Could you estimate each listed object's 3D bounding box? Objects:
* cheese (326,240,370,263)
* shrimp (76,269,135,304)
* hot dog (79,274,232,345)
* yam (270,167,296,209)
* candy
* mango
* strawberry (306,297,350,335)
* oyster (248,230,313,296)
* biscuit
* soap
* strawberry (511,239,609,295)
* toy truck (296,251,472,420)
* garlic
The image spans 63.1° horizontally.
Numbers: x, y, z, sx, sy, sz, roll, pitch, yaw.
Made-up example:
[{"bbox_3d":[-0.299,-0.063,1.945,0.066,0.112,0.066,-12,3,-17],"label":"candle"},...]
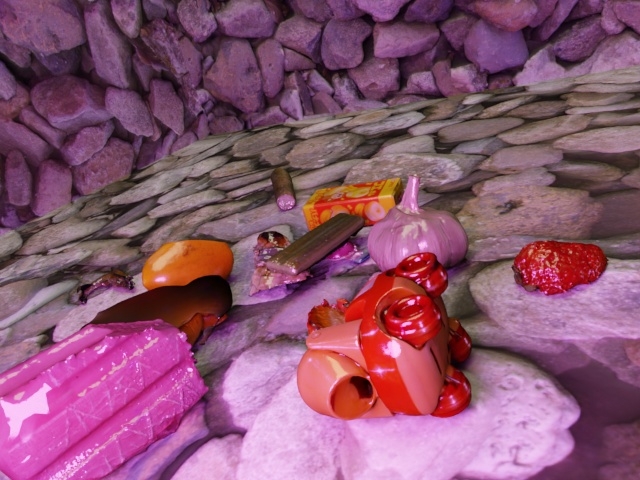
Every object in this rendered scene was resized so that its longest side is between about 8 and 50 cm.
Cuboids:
[{"bbox_3d":[0.059,0.028,1.310,0.095,0.038,0.145,-34,34,-33],"label":"cheese"},{"bbox_3d":[-0.628,0.133,1.517,0.219,0.046,0.152,2,27,45],"label":"shrimp"},{"bbox_3d":[-0.327,0.199,1.090,0.326,0.107,0.194,-12,42,-28],"label":"hot dog"},{"bbox_3d":[-0.138,-0.201,1.931,0.083,0.083,0.371,-17,23,-3],"label":"yam"},{"bbox_3d":[0.100,-0.103,1.523,0.276,0.088,0.146,-7,23,22],"label":"candy"},{"bbox_3d":[-0.332,0.069,1.314,0.126,0.153,0.252,-20,-1,44],"label":"mango"},{"bbox_3d":[0.035,0.171,0.959,0.121,0.082,0.188,1,12,-6],"label":"strawberry"},{"bbox_3d":[-0.117,0.048,1.313,0.162,0.107,0.232,-11,24,-9],"label":"oyster"},{"bbox_3d":[0.000,0.000,1.285,0.099,0.038,0.322,17,34,33],"label":"biscuit"},{"bbox_3d":[-0.359,0.257,0.842,0.325,0.220,0.127,-34,20,-36],"label":"soap"},{"bbox_3d":[0.453,0.041,0.981,0.187,0.082,0.146,-12,29,-2],"label":"strawberry"},{"bbox_3d":[0.094,0.160,0.803,0.239,0.189,0.265,-16,20,24],"label":"toy truck"},{"bbox_3d":[0.204,-0.037,1.141,0.219,0.212,0.218,-11,18,3],"label":"garlic"}]
